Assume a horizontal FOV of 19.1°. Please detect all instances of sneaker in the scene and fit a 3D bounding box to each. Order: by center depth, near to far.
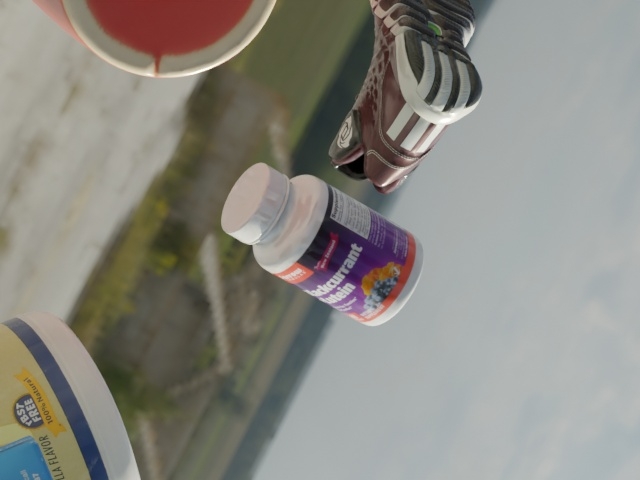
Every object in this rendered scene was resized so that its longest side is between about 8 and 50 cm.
[{"bbox_3d":[0.058,-0.141,1.696,0.162,0.106,0.281,-55,-166,26],"label":"sneaker"}]

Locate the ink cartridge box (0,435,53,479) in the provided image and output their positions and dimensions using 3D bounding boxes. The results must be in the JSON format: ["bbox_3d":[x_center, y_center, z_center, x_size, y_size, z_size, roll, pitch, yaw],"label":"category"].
[{"bbox_3d":[-0.208,0.200,0.962,0.190,0.140,0.082,-22,176,-13],"label":"ink cartridge box"}]

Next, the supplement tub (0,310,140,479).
[{"bbox_3d":[-0.340,0.219,1.682,0.316,0.228,0.228,-24,164,-21],"label":"supplement tub"}]

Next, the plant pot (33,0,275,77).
[{"bbox_3d":[-0.154,-0.278,1.704,0.275,0.275,0.243,-63,-156,18],"label":"plant pot"}]

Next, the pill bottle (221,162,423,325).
[{"bbox_3d":[0.000,0.000,1.931,0.108,0.193,0.108,-43,-150,33],"label":"pill bottle"}]
